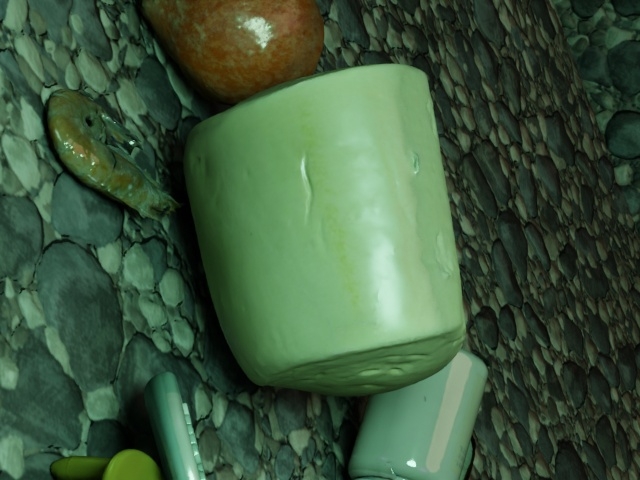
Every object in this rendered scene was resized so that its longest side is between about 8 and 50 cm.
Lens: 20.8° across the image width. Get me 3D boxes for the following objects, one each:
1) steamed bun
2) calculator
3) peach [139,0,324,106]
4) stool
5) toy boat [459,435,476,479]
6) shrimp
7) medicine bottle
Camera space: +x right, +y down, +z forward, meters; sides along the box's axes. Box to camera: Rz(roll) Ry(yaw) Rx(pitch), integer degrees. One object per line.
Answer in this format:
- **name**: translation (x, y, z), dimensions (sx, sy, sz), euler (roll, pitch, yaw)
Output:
- **steamed bun**: translation (0.000, 0.000, 2.018), dimensions (0.456, 0.290, 0.371), euler (101, -19, -83)
- **calculator**: translation (-0.142, 0.232, 1.786), dimensions (0.295, 0.042, 0.184), euler (-134, -151, -77)
- **peach**: translation (-0.113, -0.265, 2.122), dimensions (0.232, 0.233, 0.232), euler (41, 40, -48)
- **stool**: translation (-0.213, 0.265, 1.674), dimensions (0.135, 0.111, 0.134), euler (35, 46, -53)
- **toy boat**: translation (0.135, 0.301, 2.351), dimensions (0.115, 0.114, 0.262), euler (33, 37, -6)
- **shrimp**: translation (-0.229, -0.094, 1.939), dimensions (0.223, 0.047, 0.126), euler (38, 32, -47)
- **medicine bottle**: translation (0.116, 0.260, 2.215), dimensions (0.143, 0.143, 0.258), euler (40, 60, -48)
